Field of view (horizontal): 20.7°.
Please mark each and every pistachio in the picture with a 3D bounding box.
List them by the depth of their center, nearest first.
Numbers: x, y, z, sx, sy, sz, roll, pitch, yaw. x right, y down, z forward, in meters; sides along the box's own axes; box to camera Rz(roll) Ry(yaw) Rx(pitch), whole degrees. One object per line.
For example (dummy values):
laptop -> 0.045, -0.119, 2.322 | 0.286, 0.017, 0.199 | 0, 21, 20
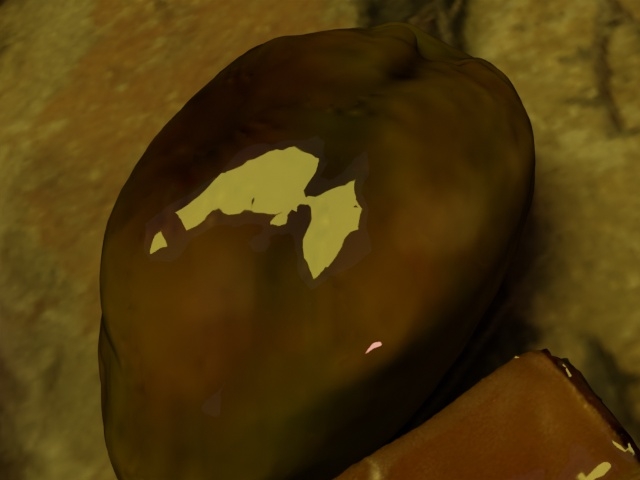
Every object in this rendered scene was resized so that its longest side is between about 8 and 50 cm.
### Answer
pistachio -> 0.001, 0.002, 0.541 | 0.110, 0.100, 0.189 | 20, 59, 44

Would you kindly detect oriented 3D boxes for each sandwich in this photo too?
sandwich -> 0.026, 0.121, 0.435 | 0.163, 0.079, 0.113 | -32, 44, -4
